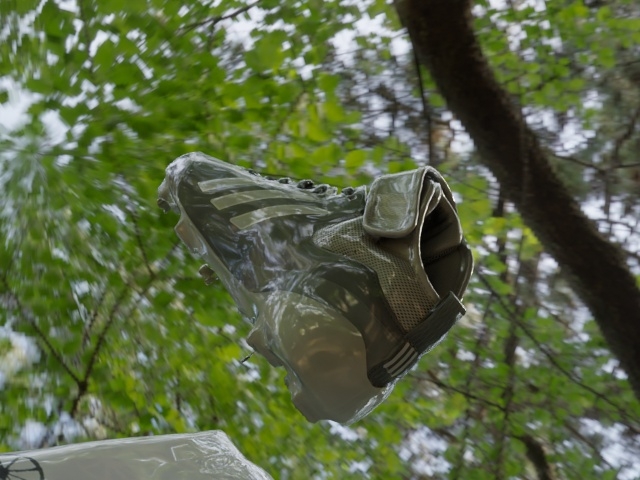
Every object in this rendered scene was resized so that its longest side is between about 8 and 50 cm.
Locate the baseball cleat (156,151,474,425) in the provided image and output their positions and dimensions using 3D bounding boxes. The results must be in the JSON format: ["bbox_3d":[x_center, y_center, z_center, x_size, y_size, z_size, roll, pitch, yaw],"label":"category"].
[{"bbox_3d":[0.000,0.000,0.554,0.109,0.206,0.072,-37,-52,-2],"label":"baseball cleat"}]

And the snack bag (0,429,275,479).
[{"bbox_3d":[-0.056,0.158,0.403,0.323,0.342,0.037,4,-70,-42],"label":"snack bag"}]
